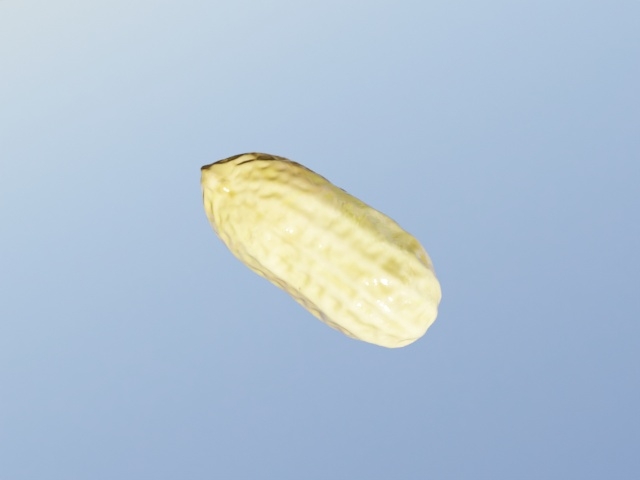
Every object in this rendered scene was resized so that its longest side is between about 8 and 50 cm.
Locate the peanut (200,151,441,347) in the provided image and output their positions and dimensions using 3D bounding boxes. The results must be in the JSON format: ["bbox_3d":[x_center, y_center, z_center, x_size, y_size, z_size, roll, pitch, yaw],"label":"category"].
[{"bbox_3d":[0.000,0.000,1.211,0.093,0.194,0.083,-33,154,-50],"label":"peanut"}]
